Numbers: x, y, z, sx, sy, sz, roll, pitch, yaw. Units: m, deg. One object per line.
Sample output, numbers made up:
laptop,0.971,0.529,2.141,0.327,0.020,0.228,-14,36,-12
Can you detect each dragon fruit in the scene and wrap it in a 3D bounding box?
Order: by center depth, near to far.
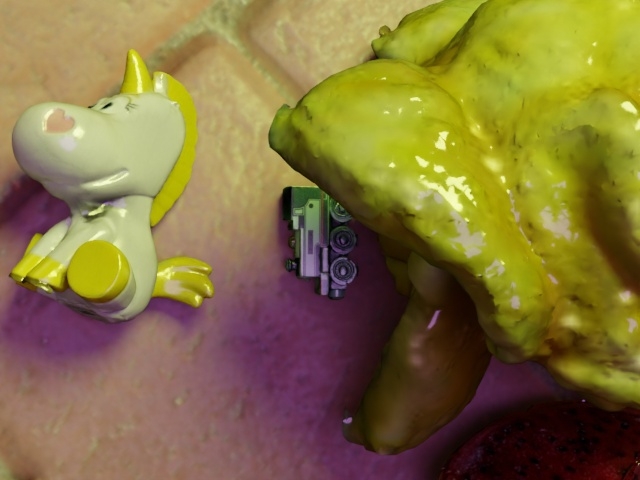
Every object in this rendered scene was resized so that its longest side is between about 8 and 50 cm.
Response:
dragon fruit,0.168,0.184,0.620,0.127,0.120,0.161,28,49,28

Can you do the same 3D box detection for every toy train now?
toy train,0.000,0.000,0.603,0.053,0.033,0.083,1,89,-8

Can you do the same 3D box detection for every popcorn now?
popcorn,0.135,-0.022,0.502,0.325,0.290,0.321,24,72,-35

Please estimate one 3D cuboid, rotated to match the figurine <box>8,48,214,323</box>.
figurine,-0.135,-0.035,0.553,0.129,0.109,0.178,0,88,-39
